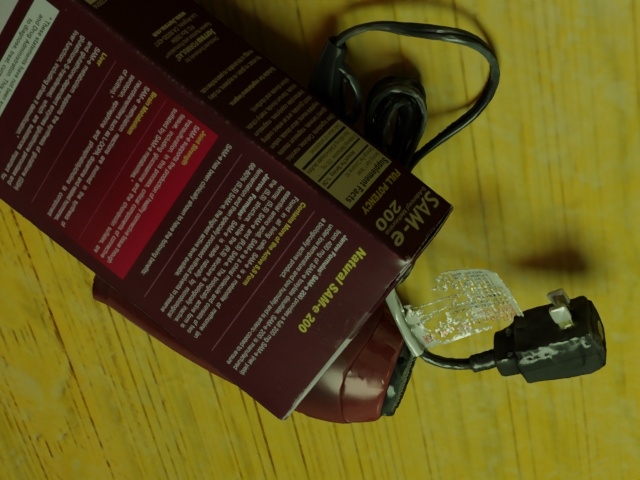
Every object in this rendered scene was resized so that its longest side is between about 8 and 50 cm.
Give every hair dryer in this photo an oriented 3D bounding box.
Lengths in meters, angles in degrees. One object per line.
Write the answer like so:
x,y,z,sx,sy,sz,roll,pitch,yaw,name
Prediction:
0.000,0.000,0.971,0.293,0.080,0.223,-18,109,28,hair dryer

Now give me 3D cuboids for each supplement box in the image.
-0.069,-0.036,0.890,0.239,0.073,0.130,39,125,2,supplement box
